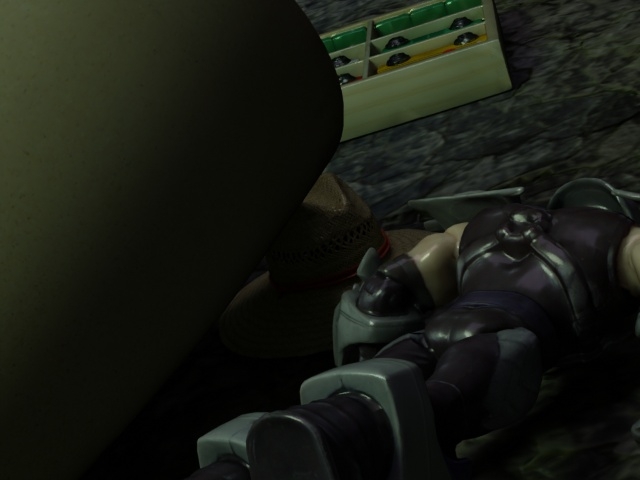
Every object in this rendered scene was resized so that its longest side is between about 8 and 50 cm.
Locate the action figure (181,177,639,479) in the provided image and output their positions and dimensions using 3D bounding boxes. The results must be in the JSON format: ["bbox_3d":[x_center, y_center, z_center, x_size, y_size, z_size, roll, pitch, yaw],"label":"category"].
[{"bbox_3d":[0.055,0.049,0.663,0.185,0.099,0.285,-11,16,44],"label":"action figure"}]

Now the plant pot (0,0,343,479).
[{"bbox_3d":[-0.156,0.011,0.750,0.256,0.256,0.274,-3,52,40],"label":"plant pot"}]

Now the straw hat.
[{"bbox_3d":[0.000,0.000,0.888,0.144,0.061,0.144,-17,19,6],"label":"straw hat"}]

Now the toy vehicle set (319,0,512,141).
[{"bbox_3d":[-0.003,-0.104,1.207,0.267,0.035,0.166,-17,19,8],"label":"toy vehicle set"}]
